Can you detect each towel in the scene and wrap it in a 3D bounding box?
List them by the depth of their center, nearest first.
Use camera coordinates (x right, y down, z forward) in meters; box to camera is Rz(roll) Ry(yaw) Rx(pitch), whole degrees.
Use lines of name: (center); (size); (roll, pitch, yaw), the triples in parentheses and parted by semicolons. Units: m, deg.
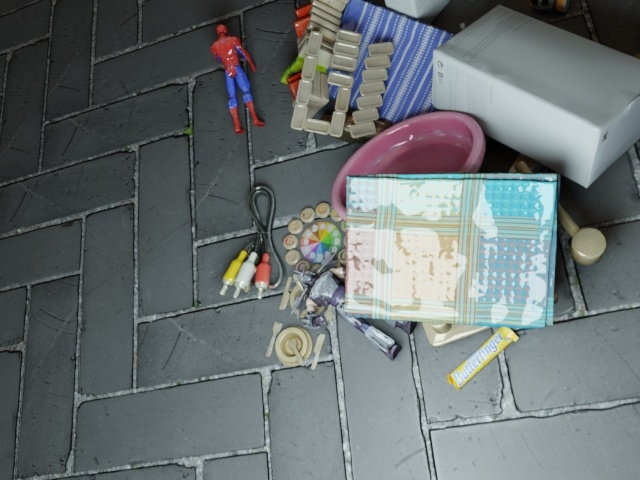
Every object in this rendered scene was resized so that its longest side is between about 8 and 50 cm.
towel: (0.226, 0.016, 1.107); (0.369, 0.040, 0.272); (2, 96, 10)
towel: (0.156, -0.406, 1.460); (0.336, 0.040, 0.243); (32, 104, 28)

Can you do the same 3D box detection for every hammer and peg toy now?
hammer and peg toy: (0.339, 0.026, 1.221); (0.361, 0.127, 0.266); (-24, 62, 11)

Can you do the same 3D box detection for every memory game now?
memory game: (0.000, 0.000, 1.424); (0.186, 0.012, 0.186); (-7, 69, 18)

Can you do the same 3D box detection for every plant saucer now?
plant saucer: (0.183, -0.130, 1.280); (0.332, 0.084, 0.332); (-25, 34, 18)

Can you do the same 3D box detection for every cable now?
cable: (-0.135, 0.003, 1.441); (0.139, 0.072, 0.288); (5, 73, 17)

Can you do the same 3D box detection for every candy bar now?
candy bar: (0.312, 0.228, 1.218); (0.161, 0.018, 0.040); (-42, 62, 1)

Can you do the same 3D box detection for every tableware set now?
tableware set: (-0.046, 0.174, 1.362); (0.128, 0.039, 0.194); (10, 75, 24)

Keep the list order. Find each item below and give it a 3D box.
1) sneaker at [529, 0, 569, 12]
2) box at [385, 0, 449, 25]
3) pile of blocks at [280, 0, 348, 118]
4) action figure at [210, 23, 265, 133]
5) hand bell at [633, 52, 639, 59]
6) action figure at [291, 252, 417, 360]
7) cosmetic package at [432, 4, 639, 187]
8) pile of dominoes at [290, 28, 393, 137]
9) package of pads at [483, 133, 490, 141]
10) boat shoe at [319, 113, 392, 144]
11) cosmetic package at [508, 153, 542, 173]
sneaker: (0.521, -0.613, 1.413); (0.083, 0.084, 0.215); (3, 73, 27)
box: (0.221, -0.587, 1.459); (0.091, 0.170, 0.130); (32, 77, 27)
pile of blocks: (-0.035, -0.475, 1.512); (0.149, 0.112, 0.363); (0, 76, 59)
action figure: (-0.210, -0.415, 1.624); (0.091, 0.139, 0.281); (-17, 88, 11)
hand bell: (0.664, -0.388, 1.277); (0.126, 0.126, 0.242); (8, 63, 23)
action figure: (0.058, 0.125, 1.296); (0.285, 0.099, 0.185); (29, 82, 23)
cosmetic package: (0.432, -0.296, 1.236); (0.217, 0.156, 0.385); (-36, 55, -18)
pile of dominoes: (0.051, -0.351, 1.434); (0.195, 0.040, 0.251); (12, 83, -2)
package of pads: (0.336, -0.226, 1.367); (0.083, 0.032, 0.050); (-47, 59, 0)
boat shoe: (0.083, -0.264, 1.464); (0.177, 0.064, 0.060); (17, 72, 19)
cosmetic package: (0.436, -0.169, 1.293); (0.041, 0.060, 0.115); (30, 82, 27)
